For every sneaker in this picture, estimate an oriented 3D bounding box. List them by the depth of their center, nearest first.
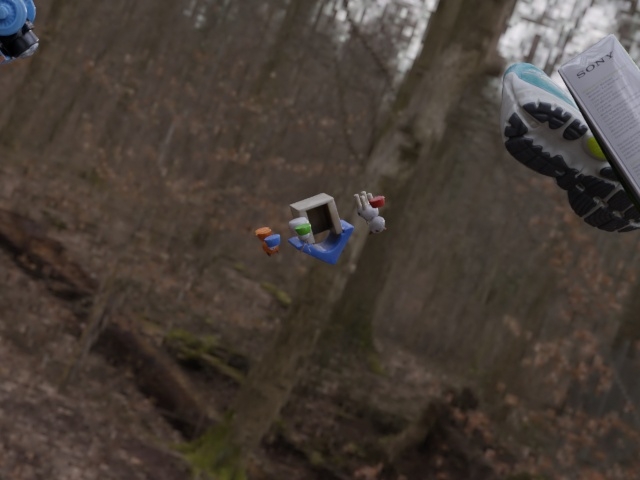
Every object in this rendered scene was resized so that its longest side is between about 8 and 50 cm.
[{"bbox_3d":[0.303,-0.107,1.406,0.275,0.107,0.110,37,32,-32],"label":"sneaker"}]

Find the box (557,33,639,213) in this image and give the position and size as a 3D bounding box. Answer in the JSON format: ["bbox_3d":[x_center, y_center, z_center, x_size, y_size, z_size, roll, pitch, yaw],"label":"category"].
[{"bbox_3d":[0.304,0.018,0.951,0.232,0.058,0.322,44,19,-49],"label":"box"}]

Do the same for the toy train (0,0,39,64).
[{"bbox_3d":[-0.343,-0.232,1.144,0.184,0.105,0.080,54,4,-12],"label":"toy train"}]

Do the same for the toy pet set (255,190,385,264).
[{"bbox_3d":[0.000,0.000,1.205,0.122,0.065,0.114,-20,15,-12],"label":"toy pet set"}]
